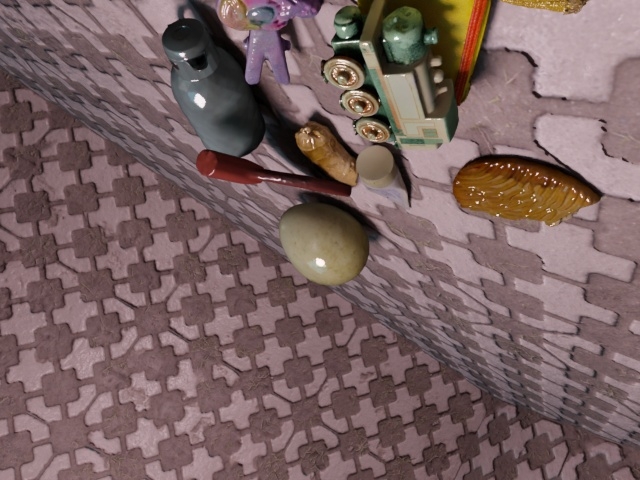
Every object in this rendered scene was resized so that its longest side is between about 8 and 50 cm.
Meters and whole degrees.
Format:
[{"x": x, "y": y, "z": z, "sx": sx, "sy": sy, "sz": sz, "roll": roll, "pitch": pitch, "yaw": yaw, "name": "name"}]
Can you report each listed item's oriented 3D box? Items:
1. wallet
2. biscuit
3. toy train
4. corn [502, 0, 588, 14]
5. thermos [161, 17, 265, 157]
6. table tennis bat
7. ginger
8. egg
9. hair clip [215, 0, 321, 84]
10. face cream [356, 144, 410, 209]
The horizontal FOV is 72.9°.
[{"x": 0.112, "y": -0.246, "z": 0.463, "sx": 0.141, "sy": 0.067, "sz": 0.241, "roll": 24, "pitch": 169, "yaw": 15, "name": "wallet"}, {"x": 0.305, "y": -0.070, "z": 0.697, "sx": 0.176, "sy": 0.031, "sz": 0.228, "roll": 35, "pitch": 166, "yaw": -3, "name": "biscuit"}, {"x": 0.084, "y": -0.178, "z": 0.488, "sx": 0.125, "sy": 0.080, "sz": 0.194, "roll": 7, "pitch": 160, "yaw": 27, "name": "toy train"}, {"x": 0.203, "y": -0.223, "z": 0.393, "sx": 0.083, "sy": 0.028, "sz": 0.027, "roll": 25, "pitch": 175, "yaw": 29, "name": "corn"}, {"x": -0.215, "y": -0.302, "z": 0.846, "sx": 0.182, "sy": 0.145, "sz": 0.286, "roll": 58, "pitch": 174, "yaw": 24, "name": "thermos"}, {"x": -0.095, "y": -0.137, "z": 0.950, "sx": 0.268, "sy": 0.051, "sz": 0.415, "roll": 15, "pitch": -172, "yaw": 33, "name": "table tennis bat"}, {"x": 0.016, "y": -0.175, "z": 0.889, "sx": 0.190, "sy": 0.069, "sz": 0.095, "roll": 41, "pitch": 177, "yaw": -42, "name": "ginger"}, {"x": 0.000, "y": 0.000, "z": 1.231, "sx": 0.295, "sy": 0.218, "sz": 0.218, "roll": 35, "pitch": 169, "yaw": 25, "name": "egg"}, {"x": -0.069, "y": -0.307, "z": 0.591, "sx": 0.137, "sy": 0.090, "sz": 0.278, "roll": -2, "pitch": 170, "yaw": -5, "name": "hair clip"}, {"x": 0.127, "y": -0.120, "z": 0.890, "sx": 0.114, "sy": 0.070, "sz": 0.224, "roll": 29, "pitch": 178, "yaw": 20, "name": "face cream"}]
